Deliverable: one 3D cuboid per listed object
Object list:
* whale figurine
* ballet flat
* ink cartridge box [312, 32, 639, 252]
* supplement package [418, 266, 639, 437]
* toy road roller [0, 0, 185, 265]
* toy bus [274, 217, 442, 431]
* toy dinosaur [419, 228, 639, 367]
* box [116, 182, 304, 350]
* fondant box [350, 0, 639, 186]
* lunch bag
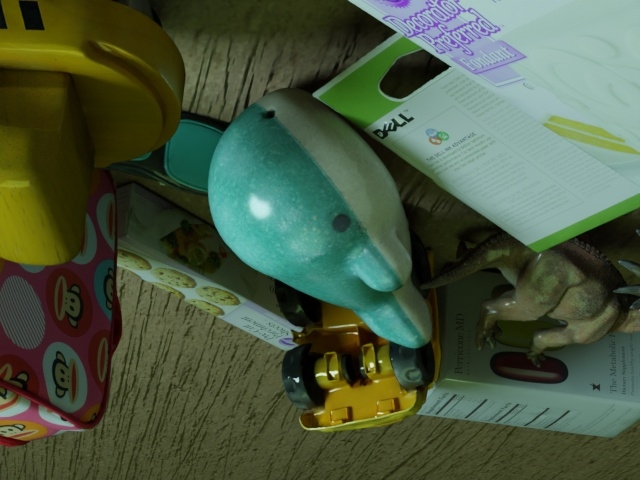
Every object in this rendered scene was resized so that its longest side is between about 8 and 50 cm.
[{"bbox_3d":[0.000,0.000,1.157,0.141,0.216,0.272,-36,128,-8],"label":"whale figurine"},{"bbox_3d":[-0.153,-0.085,1.199,0.203,0.074,0.074,12,153,-29],"label":"ballet flat"},{"bbox_3d":[0.155,-0.116,1.060,0.255,0.097,0.189,33,144,-22],"label":"ink cartridge box"},{"bbox_3d":[0.239,0.129,1.492,0.244,0.139,0.134,7,155,-9],"label":"supplement package"},{"bbox_3d":[-0.261,-0.118,0.935,0.329,0.240,0.202,3,154,1],"label":"toy road roller"},{"bbox_3d":[0.062,0.100,1.380,0.149,0.220,0.211,-13,156,21],"label":"toy bus"},{"bbox_3d":[0.254,0.035,1.323,0.295,0.127,0.200,20,150,-22],"label":"toy dinosaur"},{"bbox_3d":[-0.114,0.035,1.430,0.067,0.063,0.324,-15,149,35],"label":"box"},{"bbox_3d":[0.188,-0.139,0.826,0.330,0.096,0.238,31,168,-15],"label":"fondant box"},{"bbox_3d":[-0.266,0.026,1.176,0.120,0.293,0.258,-15,148,25],"label":"lunch bag"}]
